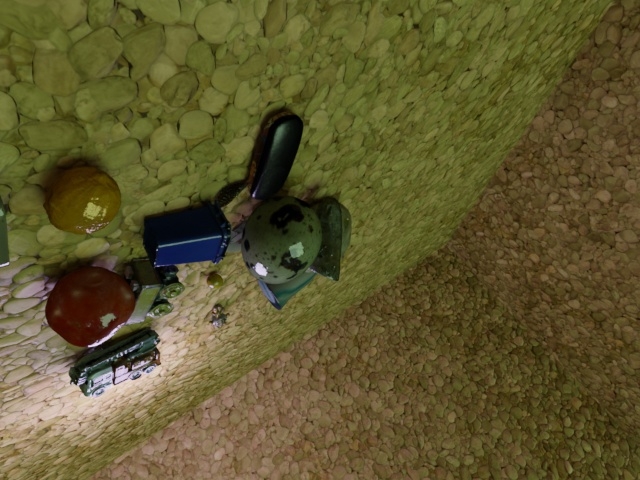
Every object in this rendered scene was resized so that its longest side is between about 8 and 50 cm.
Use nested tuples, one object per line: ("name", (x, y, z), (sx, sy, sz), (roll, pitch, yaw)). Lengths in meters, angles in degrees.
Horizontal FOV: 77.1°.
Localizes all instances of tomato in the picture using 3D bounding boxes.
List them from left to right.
("tomato", (-0.660, 0.189, 1.151), (0.232, 0.188, 0.231), (-8, 115, -18))

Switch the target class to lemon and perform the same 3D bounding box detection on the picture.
("lemon", (-0.540, -0.085, 0.913), (0.187, 0.142, 0.142), (-38, 158, 13))
("lemon", (-0.432, 0.167, 1.651), (0.062, 0.062, 0.083), (-43, 157, 10))

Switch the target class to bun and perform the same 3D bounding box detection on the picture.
("bun", (0.000, 0.000, 1.780), (0.365, 0.219, 0.365), (-35, 156, -18))

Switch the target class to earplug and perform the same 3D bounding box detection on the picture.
("earplug", (-0.128, 0.181, 2.002), (0.324, 0.185, 0.185), (-34, 157, -21))

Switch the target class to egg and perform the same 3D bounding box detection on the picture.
("egg", (-0.148, 0.004, 1.480), (0.288, 0.287, 0.379), (-19, 160, -39))

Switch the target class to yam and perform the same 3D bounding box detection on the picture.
("yam", (0.026, -0.005, 1.586), (0.133, 0.133, 0.329), (-4, 102, -54))

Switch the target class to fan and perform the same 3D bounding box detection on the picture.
("fan", (-0.320, -0.031, 1.512), (0.191, 0.009, 0.329), (-40, 158, 4))

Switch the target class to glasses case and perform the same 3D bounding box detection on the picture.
("glasses case", (-0.144, -0.255, 1.255), (0.122, 0.082, 0.321), (-19, 150, -38))

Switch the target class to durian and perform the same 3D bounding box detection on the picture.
("durian", (-0.280, -0.147, 1.295), (0.130, 0.052, 0.066), (-43, 156, -9))

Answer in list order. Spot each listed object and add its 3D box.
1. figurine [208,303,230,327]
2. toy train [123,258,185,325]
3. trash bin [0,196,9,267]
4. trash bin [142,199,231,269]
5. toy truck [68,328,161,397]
("figurine", (-0.497, 0.365, 1.937), (0.101, 0.068, 0.143), (-38, 146, -12))
("toy train", (-0.577, 0.168, 1.355), (0.178, 0.134, 0.260), (-1, 138, -45))
("trash bin", (-0.761, -0.004, 0.769), (0.248, 0.121, 0.243), (-17, 149, -45))
("trash bin", (-0.406, -0.016, 1.233), (0.235, 0.162, 0.184), (-12, 145, -37))
("toy truck", (-0.813, 0.479, 1.594), (0.338, 0.133, 0.184), (-18, 140, -45))
